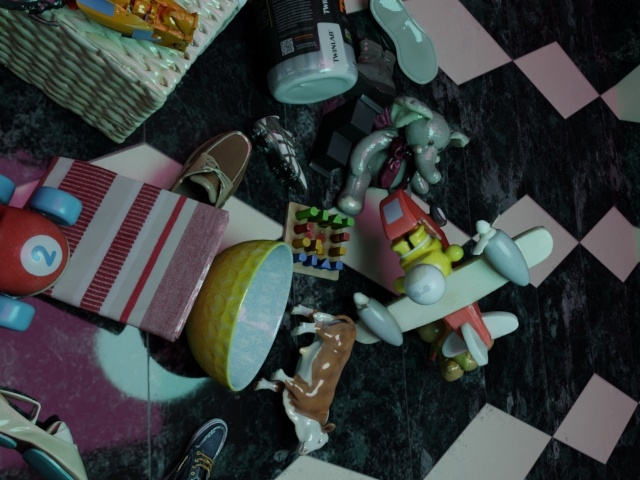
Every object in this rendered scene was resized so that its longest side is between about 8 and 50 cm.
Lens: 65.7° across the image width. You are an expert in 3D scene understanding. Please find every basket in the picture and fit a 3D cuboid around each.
[{"bbox_3d":[-0.354,-0.373,0.808,0.331,0.328,0.266,36,68,-27],"label":"basket"}]

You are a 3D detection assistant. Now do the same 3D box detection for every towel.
[{"bbox_3d":[-0.346,0.005,0.834,0.329,0.037,0.237,19,69,2],"label":"towel"}]

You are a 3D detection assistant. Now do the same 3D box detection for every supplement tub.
[{"bbox_3d":[-0.044,-0.501,1.121,0.207,0.207,0.337,-11,90,-37],"label":"supplement tub"}]

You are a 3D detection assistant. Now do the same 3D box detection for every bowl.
[{"bbox_3d":[-0.176,0.119,0.939,0.156,0.289,0.289,17,67,12],"label":"bowl"}]

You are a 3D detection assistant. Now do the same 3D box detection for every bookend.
[{"bbox_3d":[0.059,-0.245,1.186,0.072,0.157,0.156,28,67,-29],"label":"bookend"}]

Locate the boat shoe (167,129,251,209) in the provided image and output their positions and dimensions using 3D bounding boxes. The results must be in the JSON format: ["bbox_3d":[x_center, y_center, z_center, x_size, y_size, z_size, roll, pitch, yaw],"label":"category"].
[{"bbox_3d":[-0.229,-0.101,0.979,0.123,0.116,0.324,43,61,-23],"label":"boat shoe"}]

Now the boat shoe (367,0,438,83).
[{"bbox_3d":[0.236,-0.584,1.402,0.302,0.114,0.091,52,17,-33],"label":"boat shoe"}]

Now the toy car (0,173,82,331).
[{"bbox_3d":[-0.482,-0.014,0.679,0.210,0.238,0.219,16,70,-4],"label":"toy car"}]

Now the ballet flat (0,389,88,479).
[{"bbox_3d":[-0.454,0.305,0.783,0.248,0.086,0.086,46,60,-20],"label":"ballet flat"}]

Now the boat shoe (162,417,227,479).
[{"bbox_3d":[-0.225,0.421,0.921,0.065,0.083,0.183,49,58,-20],"label":"boat shoe"}]

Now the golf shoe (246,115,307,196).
[{"bbox_3d":[-0.076,-0.197,1.131,0.094,0.077,0.198,-44,110,-32],"label":"golf shoe"}]

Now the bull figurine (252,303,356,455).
[{"bbox_3d":[-0.024,0.293,1.076,0.188,0.101,0.310,35,65,-25],"label":"bull figurine"}]

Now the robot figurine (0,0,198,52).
[{"bbox_3d":[-0.288,-0.360,0.607,0.291,0.085,0.211,13,80,-31],"label":"robot figurine"}]

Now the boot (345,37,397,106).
[{"bbox_3d":[0.108,-0.468,1.317,0.247,0.083,0.161,13,69,-40],"label":"boot"}]

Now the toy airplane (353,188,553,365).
[{"bbox_3d":[0.264,0.108,1.101,0.272,0.384,0.386,-9,115,-63],"label":"toy airplane"}]

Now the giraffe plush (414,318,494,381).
[{"bbox_3d":[0.312,0.231,1.286,0.170,0.210,0.181,43,85,-17],"label":"giraffe plush"}]

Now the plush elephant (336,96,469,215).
[{"bbox_3d":[0.224,-0.216,1.239,0.272,0.255,0.329,14,75,-34],"label":"plush elephant"}]

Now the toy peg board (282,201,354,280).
[{"bbox_3d":[0.000,0.000,1.154,0.161,0.079,0.160,14,74,-33],"label":"toy peg board"}]
